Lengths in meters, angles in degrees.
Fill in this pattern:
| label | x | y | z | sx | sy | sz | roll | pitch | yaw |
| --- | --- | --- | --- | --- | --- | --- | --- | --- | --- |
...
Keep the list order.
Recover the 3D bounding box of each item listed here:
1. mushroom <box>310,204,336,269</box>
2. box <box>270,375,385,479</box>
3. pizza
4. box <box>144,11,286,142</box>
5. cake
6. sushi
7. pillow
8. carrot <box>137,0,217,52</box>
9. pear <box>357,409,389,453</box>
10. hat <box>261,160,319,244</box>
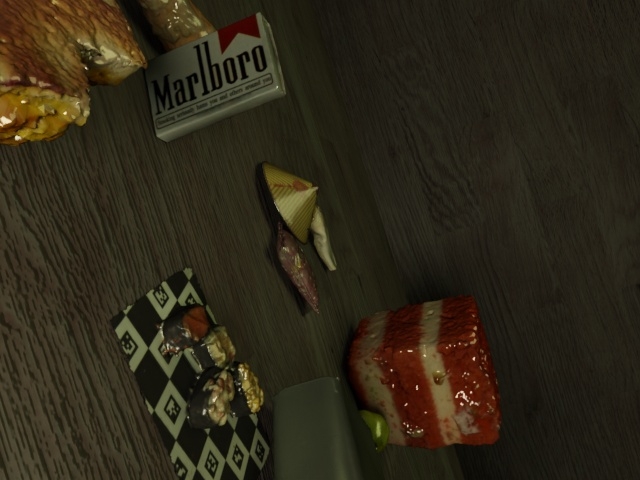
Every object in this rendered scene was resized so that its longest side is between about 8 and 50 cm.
| label | x | y | z | sx | sy | sz | roll | pitch | yaw |
| --- | --- | --- | --- | --- | --- | --- | --- | --- | --- |
| mushroom | 0.000 | -0.002 | 1.201 | 0.059 | 0.055 | 0.202 | -84 | 158 | -46 |
| box | 0.027 | 0.327 | 0.690 | 0.274 | 0.138 | 0.178 | 65 | 10 | -45 |
| pizza | -0.240 | -0.153 | 0.388 | 0.161 | 0.086 | 0.305 | 40 | 26 | -24 |
| box | -0.140 | -0.209 | 0.643 | 0.036 | 0.178 | 0.115 | 32 | 43 | -69 |
| cake | 0.249 | 0.318 | 1.193 | 0.270 | 0.320 | 0.269 | -48 | 122 | -68 |
| sushi | -0.112 | 0.170 | 0.559 | 0.192 | 0.043 | 0.279 | -51 | 122 | -74 |
| pillow | -0.044 | 0.054 | 0.964 | 0.118 | 0.043 | 0.184 | -102 | 169 | -57 |
| carrot | -0.195 | -0.307 | 0.731 | 0.263 | 0.102 | 0.101 | 50 | 26 | -54 |
| pear | 0.098 | 0.392 | 1.003 | 0.097 | 0.092 | 0.092 | -88 | 156 | -55 |
| hat | -0.040 | -0.092 | 1.017 | 0.193 | 0.082 | 0.193 | 63 | 7 | -15 |
